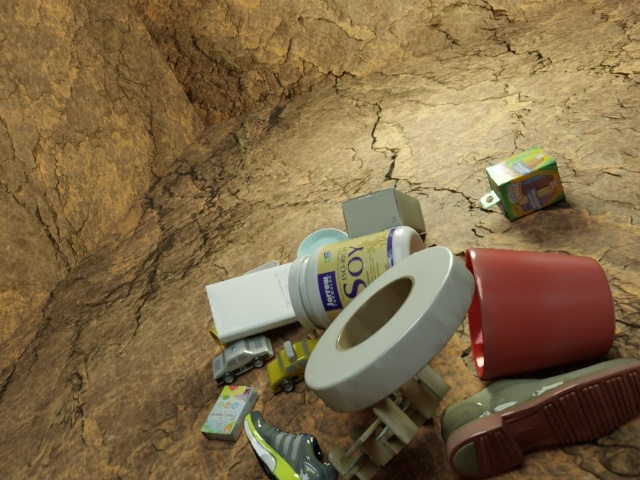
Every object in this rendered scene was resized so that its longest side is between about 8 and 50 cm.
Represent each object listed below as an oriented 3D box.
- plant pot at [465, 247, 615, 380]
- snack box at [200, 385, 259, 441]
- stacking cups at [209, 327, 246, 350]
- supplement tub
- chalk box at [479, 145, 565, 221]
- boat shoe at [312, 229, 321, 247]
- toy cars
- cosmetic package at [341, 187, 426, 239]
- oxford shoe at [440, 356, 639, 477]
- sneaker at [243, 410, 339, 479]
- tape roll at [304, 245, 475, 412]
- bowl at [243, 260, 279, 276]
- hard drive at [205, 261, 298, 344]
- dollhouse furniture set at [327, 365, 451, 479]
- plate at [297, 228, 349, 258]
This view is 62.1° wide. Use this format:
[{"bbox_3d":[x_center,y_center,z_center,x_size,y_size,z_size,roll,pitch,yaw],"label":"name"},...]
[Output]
[{"bbox_3d":[0.430,0.138,1.072,0.243,0.275,0.275,-6,34,10],"label":"plant pot"},{"bbox_3d":[-0.231,0.441,1.364,0.100,0.037,0.141,-9,35,31],"label":"snack box"},{"bbox_3d":[-0.195,0.206,1.639,0.316,0.096,0.096,-43,33,-23],"label":"stacking cups"},{"bbox_3d":[0.108,0.110,1.391,0.331,0.241,0.241,-14,33,23],"label":"supplement tub"},{"bbox_3d":[0.564,-0.156,1.532,0.213,0.132,0.132,-23,30,9],"label":"chalk box"},{"bbox_3d":[0.000,0.000,1.849,0.038,0.046,0.125,-31,21,5],"label":"boat shoe"},{"bbox_3d":[-0.148,0.315,1.440,0.393,0.087,0.176,-5,37,35],"label":"toy cars"},{"bbox_3d":[0.193,-0.065,1.552,0.160,0.113,0.309,-15,-8,21],"label":"cosmetic package"},{"bbox_3d":[0.403,0.290,0.979,0.397,0.140,0.146,-22,23,7],"label":"oxford shoe"},{"bbox_3d":[-0.067,0.462,1.152,0.121,0.111,0.300,-29,34,-23],"label":"sneaker"},{"bbox_3d":[0.130,0.165,1.051,0.392,0.072,0.392,-43,8,7],"label":"tape roll"},{"bbox_3d":[-0.191,0.142,1.777,0.142,0.053,0.142,-25,30,8],"label":"bowl"},{"bbox_3d":[-0.169,0.176,1.579,0.307,0.040,0.203,-16,47,-11],"label":"hard drive"},{"bbox_3d":[0.119,0.320,1.047,0.161,0.212,0.242,43,42,18],"label":"dollhouse furniture set"},{"bbox_3d":[0.016,0.040,1.751,0.188,0.024,0.188,-10,50,12],"label":"plate"}]
